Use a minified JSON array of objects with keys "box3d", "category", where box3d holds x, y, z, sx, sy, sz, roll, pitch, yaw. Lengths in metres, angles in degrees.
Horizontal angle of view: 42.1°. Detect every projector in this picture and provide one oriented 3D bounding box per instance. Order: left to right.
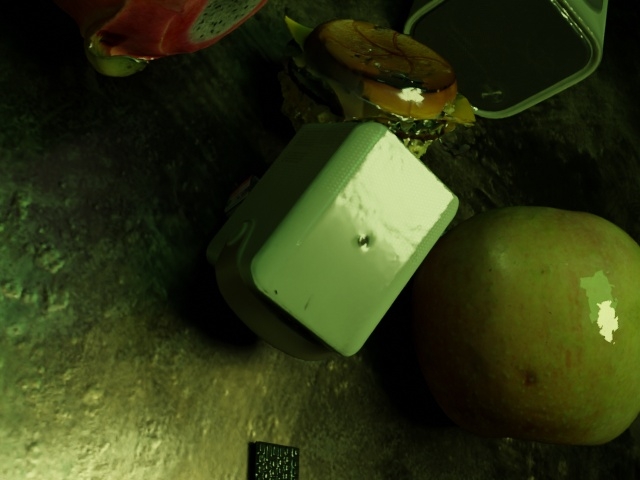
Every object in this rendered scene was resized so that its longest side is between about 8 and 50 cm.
[{"box3d":[0.000,0.000,0.883,0.163,0.177,0.242,39,80,-22],"category":"projector"},{"box3d":[0.305,-0.385,1.335,0.248,0.249,0.249,39,49,-24],"category":"projector"}]

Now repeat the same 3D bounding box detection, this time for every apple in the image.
[{"box3d":[0.266,0.117,1.036,0.319,0.319,0.277,14,66,-39],"category":"apple"}]

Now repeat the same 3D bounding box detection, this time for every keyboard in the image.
[{"box3d":[-0.048,0.314,0.858,0.061,0.013,0.204,20,59,-36],"category":"keyboard"}]

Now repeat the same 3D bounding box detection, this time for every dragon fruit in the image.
[{"box3d":[-0.143,-0.292,0.839,0.291,0.291,0.189,-30,90,-46],"category":"dragon fruit"}]

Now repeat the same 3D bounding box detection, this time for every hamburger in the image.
[{"box3d":[0.063,-0.181,1.053,0.243,0.138,0.261,0,39,-30],"category":"hamburger"}]

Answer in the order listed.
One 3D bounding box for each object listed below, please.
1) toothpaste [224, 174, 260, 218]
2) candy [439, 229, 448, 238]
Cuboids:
[{"box3d":[-0.027,0.003,0.999,0.196,0.047,0.040,40,35,-23],"category":"toothpaste"},{"box3d":[0.101,-0.044,1.138,0.226,0.051,0.094,32,63,-27],"category":"candy"}]
